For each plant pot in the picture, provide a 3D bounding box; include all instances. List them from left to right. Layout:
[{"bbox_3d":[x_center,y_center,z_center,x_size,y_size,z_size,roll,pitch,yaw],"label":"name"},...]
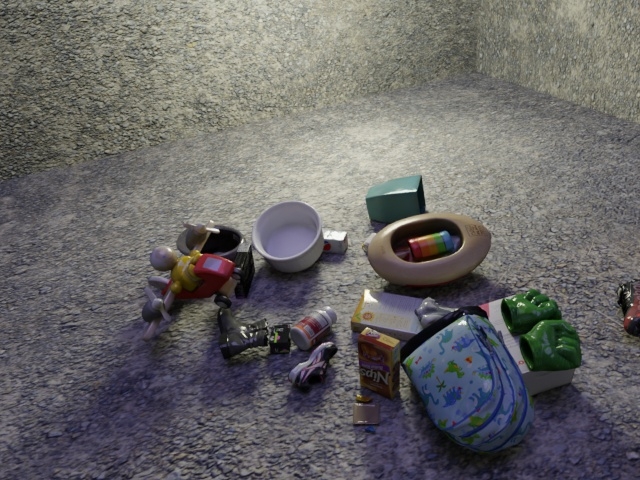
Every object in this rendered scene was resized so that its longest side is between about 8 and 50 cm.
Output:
[{"bbox_3d":[0.325,-0.169,2.242,0.235,0.165,0.165,-3,32,20],"label":"plant pot"}]

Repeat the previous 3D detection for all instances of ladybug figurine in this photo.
[{"bbox_3d":[0.395,0.046,1.853,0.450,0.161,0.304,-10,47,1],"label":"ladybug figurine"}]

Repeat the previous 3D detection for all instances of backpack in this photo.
[{"bbox_3d":[0.371,0.363,1.311,0.290,0.273,0.355,-38,51,15],"label":"backpack"}]

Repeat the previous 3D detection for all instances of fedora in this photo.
[{"bbox_3d":[-0.430,0.045,2.070,0.276,0.124,0.243,3,35,4],"label":"fedora"}]

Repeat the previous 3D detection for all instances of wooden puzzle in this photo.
[{"bbox_3d":[0.125,0.473,1.403,0.079,0.014,0.116,-3,32,15],"label":"wooden puzzle"}]

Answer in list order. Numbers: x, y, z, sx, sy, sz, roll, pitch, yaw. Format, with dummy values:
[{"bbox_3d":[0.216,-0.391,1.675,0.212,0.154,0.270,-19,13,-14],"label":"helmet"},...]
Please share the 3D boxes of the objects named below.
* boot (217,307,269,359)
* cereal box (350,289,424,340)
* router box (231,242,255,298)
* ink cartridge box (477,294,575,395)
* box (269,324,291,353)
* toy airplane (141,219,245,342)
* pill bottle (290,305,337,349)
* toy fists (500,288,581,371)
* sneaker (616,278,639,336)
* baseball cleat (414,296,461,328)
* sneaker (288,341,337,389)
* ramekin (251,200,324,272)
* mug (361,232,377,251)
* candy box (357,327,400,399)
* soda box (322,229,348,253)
[{"bbox_3d":[-0.247,0.287,1.678,0.161,0.083,0.246,-15,29,-6],"label":"boot"},{"bbox_3d":[0.239,0.248,1.701,0.241,0.047,0.173,9,36,21],"label":"cereal box"},{"bbox_3d":[-0.290,0.112,1.932,0.046,0.133,0.178,-1,32,6],"label":"router box"},{"bbox_3d":[0.557,0.304,1.487,0.208,0.117,0.283,-14,33,-12],"label":"ink cartridge box"},{"bbox_3d":[-0.128,0.318,1.655,0.062,0.052,0.083,-4,32,5],"label":"box"},{"bbox_3d":[-0.482,0.117,1.762,0.384,0.272,0.386,-41,34,3],"label":"toy airplane"},{"bbox_3d":[-0.019,0.280,1.664,0.086,0.086,0.152,23,42,38],"label":"pill bottle"},{"bbox_3d":[0.600,0.236,1.389,0.143,0.096,0.279,-5,31,0],"label":"toy fists"},{"bbox_3d":[0.976,0.200,1.593,0.135,0.097,0.276,23,41,38],"label":"sneaker"},{"bbox_3d":[0.393,0.222,1.642,0.206,0.072,0.109,-4,49,-32],"label":"baseball cleat"},{"bbox_3d":[-0.008,0.382,1.533,0.178,0.071,0.077,-37,55,-27],"label":"sneaker"},{"bbox_3d":[-0.117,-0.008,2.011,0.278,0.135,0.277,-7,56,10],"label":"ramekin"},{"bbox_3d":[0.205,0.017,2.074,0.062,0.078,0.064,43,60,10],"label":"mug"},{"bbox_3d":[0.164,0.344,1.433,0.109,0.186,0.053,17,38,33],"label":"candy box"},{"bbox_3d":[0.000,0.000,2.114,0.216,0.069,0.073,6,35,18],"label":"soda box"}]
